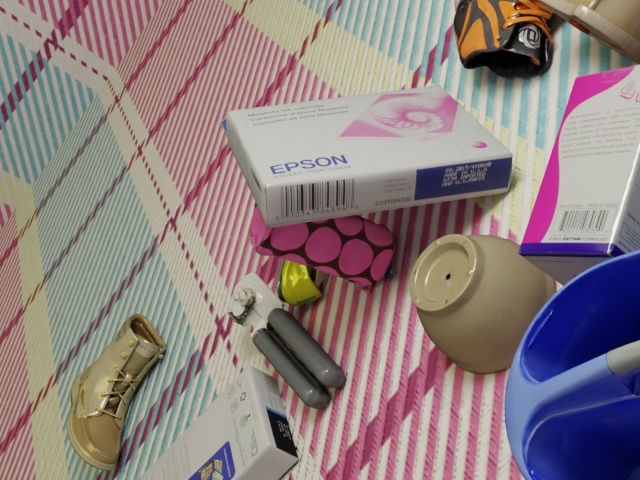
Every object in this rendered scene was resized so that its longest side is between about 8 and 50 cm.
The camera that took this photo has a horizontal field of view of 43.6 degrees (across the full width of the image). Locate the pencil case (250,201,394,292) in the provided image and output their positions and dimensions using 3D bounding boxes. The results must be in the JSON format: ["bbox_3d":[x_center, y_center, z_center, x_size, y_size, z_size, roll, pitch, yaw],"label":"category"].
[{"bbox_3d":[0.000,0.000,1.102,0.098,0.209,0.095,-67,24,9],"label":"pencil case"}]

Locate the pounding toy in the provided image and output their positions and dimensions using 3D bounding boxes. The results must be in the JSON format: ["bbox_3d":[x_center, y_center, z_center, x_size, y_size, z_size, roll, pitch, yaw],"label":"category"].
[{"bbox_3d":[0.313,-0.239,0.912,0.155,0.154,0.269,-56,41,19],"label":"pounding toy"}]

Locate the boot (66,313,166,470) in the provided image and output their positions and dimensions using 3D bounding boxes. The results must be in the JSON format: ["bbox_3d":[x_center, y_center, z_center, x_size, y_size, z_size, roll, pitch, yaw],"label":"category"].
[{"bbox_3d":[-0.367,0.270,1.469,0.203,0.095,0.262,-48,30,12],"label":"boot"}]

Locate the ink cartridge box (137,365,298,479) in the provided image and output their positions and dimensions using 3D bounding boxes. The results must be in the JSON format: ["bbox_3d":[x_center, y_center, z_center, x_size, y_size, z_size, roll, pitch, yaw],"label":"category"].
[{"bbox_3d":[-0.175,0.353,1.171,0.333,0.065,0.165,-45,35,16],"label":"ink cartridge box"}]

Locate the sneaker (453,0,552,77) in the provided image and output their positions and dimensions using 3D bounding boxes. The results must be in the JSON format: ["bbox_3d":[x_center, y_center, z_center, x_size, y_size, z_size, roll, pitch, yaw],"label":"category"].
[{"bbox_3d":[0.310,-0.327,1.075,0.321,0.124,0.180,-34,42,48],"label":"sneaker"}]

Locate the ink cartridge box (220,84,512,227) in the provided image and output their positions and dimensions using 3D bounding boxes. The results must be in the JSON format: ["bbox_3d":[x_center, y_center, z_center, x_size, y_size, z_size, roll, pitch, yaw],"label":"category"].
[{"bbox_3d":[0.044,-0.145,1.105,0.330,0.323,0.072,-119,24,-53],"label":"ink cartridge box"}]

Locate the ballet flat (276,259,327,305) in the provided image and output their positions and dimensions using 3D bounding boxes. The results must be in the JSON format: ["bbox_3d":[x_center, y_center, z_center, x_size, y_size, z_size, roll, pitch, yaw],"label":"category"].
[{"bbox_3d":[-0.015,-0.003,1.265,0.077,0.077,0.231,-8,57,24],"label":"ballet flat"}]

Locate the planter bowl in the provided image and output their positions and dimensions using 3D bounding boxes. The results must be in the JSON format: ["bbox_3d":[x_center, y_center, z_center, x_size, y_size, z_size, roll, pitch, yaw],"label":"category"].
[{"bbox_3d":[0.172,0.058,0.921,0.162,0.109,0.162,-32,41,32],"label":"planter bowl"}]

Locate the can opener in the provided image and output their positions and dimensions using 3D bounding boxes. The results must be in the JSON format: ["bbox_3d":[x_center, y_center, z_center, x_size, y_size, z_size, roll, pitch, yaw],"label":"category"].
[{"bbox_3d":[-0.052,0.141,1.180,0.074,0.093,0.280,-55,41,7],"label":"can opener"}]

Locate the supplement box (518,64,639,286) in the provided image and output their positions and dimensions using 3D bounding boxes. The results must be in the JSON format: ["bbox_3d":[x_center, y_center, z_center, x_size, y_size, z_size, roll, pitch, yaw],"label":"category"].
[{"bbox_3d":[0.311,-0.061,0.836,0.111,0.114,0.220,0,64,54],"label":"supplement box"}]

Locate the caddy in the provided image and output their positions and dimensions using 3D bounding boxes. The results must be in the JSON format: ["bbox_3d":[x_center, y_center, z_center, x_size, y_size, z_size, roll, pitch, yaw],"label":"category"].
[{"bbox_3d":[0.309,0.115,0.630,0.341,0.179,0.241,-26,43,39],"label":"caddy"}]
